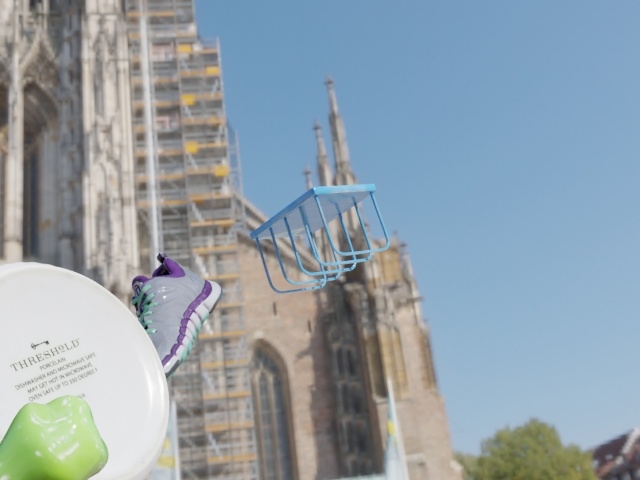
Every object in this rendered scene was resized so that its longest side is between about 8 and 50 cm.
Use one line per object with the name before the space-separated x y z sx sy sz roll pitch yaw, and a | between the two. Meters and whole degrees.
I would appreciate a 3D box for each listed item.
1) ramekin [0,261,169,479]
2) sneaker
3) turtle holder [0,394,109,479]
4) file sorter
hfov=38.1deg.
ramekin | -0.258 0.144 0.835 0.127 0.273 0.273 -34 -34 30
sneaker | -0.192 0.097 1.054 0.098 0.224 0.083 38 -63 -8
turtle holder | -0.146 0.267 0.596 0.227 0.243 0.320 -33 20 -7
file sorter | 0.000 0.000 1.360 0.118 0.104 0.170 -5 -19 -40
